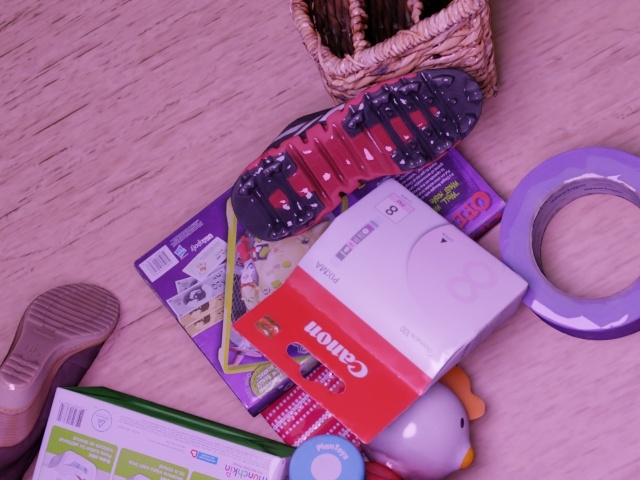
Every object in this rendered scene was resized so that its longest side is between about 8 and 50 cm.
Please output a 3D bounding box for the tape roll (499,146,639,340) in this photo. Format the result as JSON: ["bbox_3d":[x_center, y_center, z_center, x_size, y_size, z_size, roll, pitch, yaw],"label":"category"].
[{"bbox_3d":[0.281,0.004,1.648,0.189,0.080,0.189,-3,79,15],"label":"tape roll"}]

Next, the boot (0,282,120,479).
[{"bbox_3d":[-0.315,0.173,1.757,0.090,0.248,0.207,28,123,7],"label":"boot"}]

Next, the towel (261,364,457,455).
[{"bbox_3d":[-0.012,0.100,1.736,0.199,0.031,0.275,-44,72,4],"label":"towel"}]

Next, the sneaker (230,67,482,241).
[{"bbox_3d":[0.037,-0.101,1.637,0.276,0.135,0.098,-29,104,12],"label":"sneaker"}]

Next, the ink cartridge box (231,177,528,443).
[{"bbox_3d":[0.060,0.062,1.582,0.189,0.066,0.232,39,52,20],"label":"ink cartridge box"}]

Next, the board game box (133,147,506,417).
[{"bbox_3d":[0.000,0.000,1.710,0.347,0.056,0.208,-37,67,-7],"label":"board game box"}]

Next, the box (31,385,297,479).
[{"bbox_3d":[-0.169,0.296,1.679,0.262,0.127,0.231,14,90,17],"label":"box"}]

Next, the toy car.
[{"bbox_3d":[0.099,0.224,1.609,0.210,0.219,0.238,26,65,18],"label":"toy car"}]

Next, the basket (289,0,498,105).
[{"bbox_3d":[0.062,-0.303,1.668,0.213,0.223,0.299,-7,69,8],"label":"basket"}]
